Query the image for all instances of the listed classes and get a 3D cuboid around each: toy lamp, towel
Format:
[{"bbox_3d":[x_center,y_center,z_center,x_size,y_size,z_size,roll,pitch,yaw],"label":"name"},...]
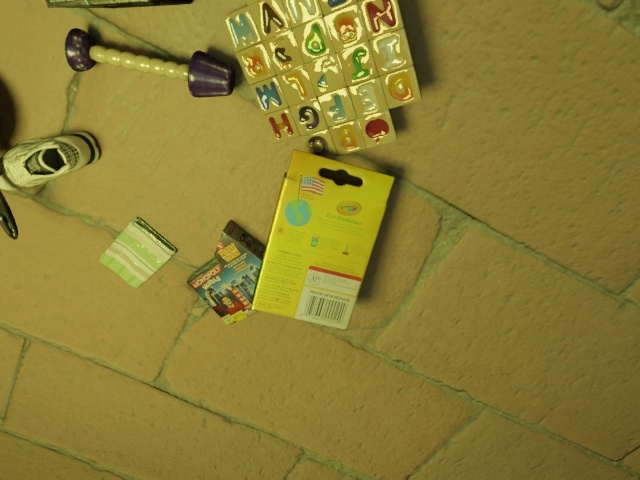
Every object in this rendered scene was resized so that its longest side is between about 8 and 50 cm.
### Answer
[{"bbox_3d":[-0.286,-0.301,0.734,0.274,0.080,0.080,10,117,-2],"label":"toy lamp"},{"bbox_3d":[-0.407,0.033,0.943,0.152,0.023,0.113,-39,107,21],"label":"towel"}]

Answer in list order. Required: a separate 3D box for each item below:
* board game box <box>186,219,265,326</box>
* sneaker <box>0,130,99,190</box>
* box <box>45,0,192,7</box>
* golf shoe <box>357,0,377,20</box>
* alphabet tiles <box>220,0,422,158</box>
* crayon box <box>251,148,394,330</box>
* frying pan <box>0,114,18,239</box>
[{"bbox_3d":[-0.179,0.065,0.923,0.194,0.060,0.194,-30,110,18],"label":"board game box"},{"bbox_3d":[-0.553,-0.148,0.822,0.235,0.095,0.090,-17,116,15],"label":"sneaker"},{"bbox_3d":[-0.295,-0.391,0.632,0.147,0.180,0.078,-1,118,5],"label":"box"},{"bbox_3d":[0.033,-0.387,0.688,0.176,0.069,0.086,41,133,-12],"label":"golf shoe"},{"bbox_3d":[0.000,-0.301,0.706,0.285,0.011,0.343,-10,121,24],"label":"alphabet tiles"},{"bbox_3d":[0.000,0.000,0.833,0.202,0.081,0.319,15,104,-9],"label":"crayon box"},{"bbox_3d":[-0.622,-0.182,0.789,0.326,0.053,0.197,44,112,2],"label":"frying pan"}]
